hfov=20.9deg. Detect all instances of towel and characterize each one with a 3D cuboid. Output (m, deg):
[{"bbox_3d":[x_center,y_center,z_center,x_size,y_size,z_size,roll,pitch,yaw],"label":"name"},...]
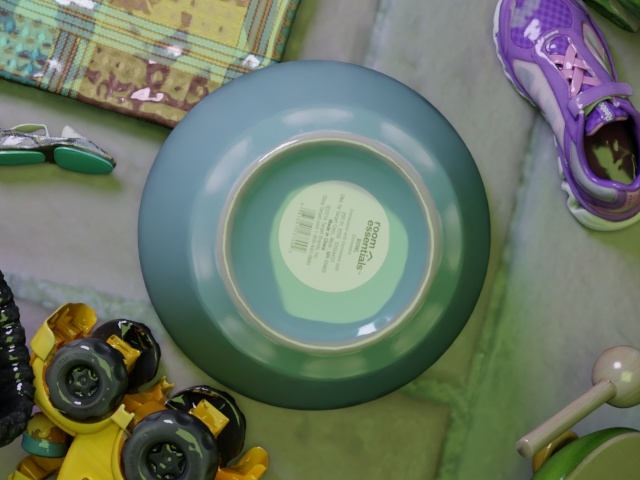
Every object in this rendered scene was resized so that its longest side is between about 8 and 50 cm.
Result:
[{"bbox_3d":[-0.133,-0.290,1.533,0.271,0.040,0.370,17,90,0],"label":"towel"}]

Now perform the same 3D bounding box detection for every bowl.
[{"bbox_3d":[0.000,0.000,1.452,0.311,0.163,0.312,0,93,-3],"label":"bowl"}]

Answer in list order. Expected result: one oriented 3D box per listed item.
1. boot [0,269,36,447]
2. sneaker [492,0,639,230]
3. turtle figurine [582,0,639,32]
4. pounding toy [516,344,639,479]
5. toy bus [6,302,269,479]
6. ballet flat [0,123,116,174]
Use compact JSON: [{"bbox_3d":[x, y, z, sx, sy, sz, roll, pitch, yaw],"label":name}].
[{"bbox_3d":[-0.396,0.041,1.415,0.260,0.131,0.348,-25,97,33],"label":"boot"},{"bbox_3d":[0.230,-0.124,1.513,0.095,0.104,0.236,-24,86,-2],"label":"sneaker"},{"bbox_3d":[0.310,-0.322,1.487,0.198,0.274,0.266,33,90,35],"label":"turtle figurine"},{"bbox_3d":[0.201,0.206,1.482,0.183,0.110,0.237,-29,127,-32],"label":"pounding toy"},{"bbox_3d":[-0.187,0.190,1.472,0.220,0.149,0.211,41,102,3],"label":"toy bus"},{"bbox_3d":[-0.235,-0.084,1.529,0.114,0.041,0.041,5,86,-3],"label":"ballet flat"}]
